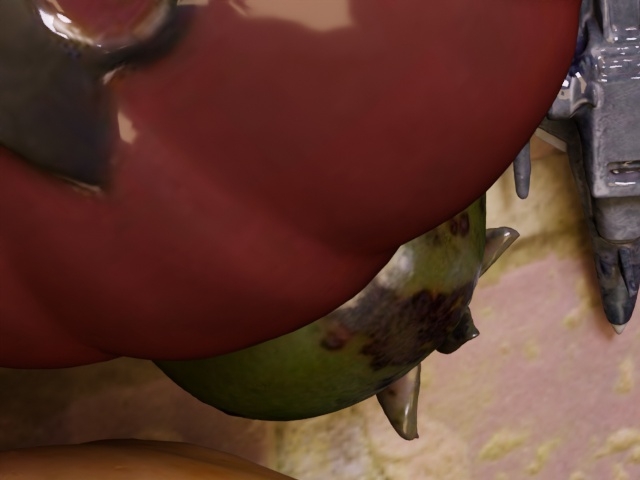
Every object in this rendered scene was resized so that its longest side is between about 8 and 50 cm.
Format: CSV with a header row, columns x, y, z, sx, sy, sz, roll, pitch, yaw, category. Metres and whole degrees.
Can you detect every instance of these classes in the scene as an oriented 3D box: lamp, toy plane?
x,y,z,sx,sy,sz,roll,pitch,yaw,category
-0.066,-0.116,0.493,0.303,0.303,0.257,-67,164,12,lamp
0.121,-0.047,0.745,0.160,0.082,0.234,-5,116,3,toy plane

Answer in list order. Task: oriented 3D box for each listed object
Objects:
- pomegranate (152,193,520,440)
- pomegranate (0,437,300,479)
x,y,z,sx,sy,sz,roll,pitch,yaw,category
0.004,0.001,0.672,0.169,0.148,0.148,23,100,-40,pomegranate
-0.083,0.276,0.613,0.411,0.411,0.412,-11,117,-23,pomegranate
